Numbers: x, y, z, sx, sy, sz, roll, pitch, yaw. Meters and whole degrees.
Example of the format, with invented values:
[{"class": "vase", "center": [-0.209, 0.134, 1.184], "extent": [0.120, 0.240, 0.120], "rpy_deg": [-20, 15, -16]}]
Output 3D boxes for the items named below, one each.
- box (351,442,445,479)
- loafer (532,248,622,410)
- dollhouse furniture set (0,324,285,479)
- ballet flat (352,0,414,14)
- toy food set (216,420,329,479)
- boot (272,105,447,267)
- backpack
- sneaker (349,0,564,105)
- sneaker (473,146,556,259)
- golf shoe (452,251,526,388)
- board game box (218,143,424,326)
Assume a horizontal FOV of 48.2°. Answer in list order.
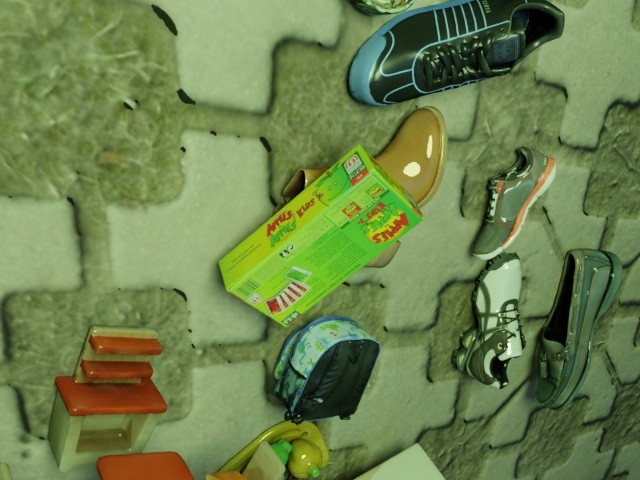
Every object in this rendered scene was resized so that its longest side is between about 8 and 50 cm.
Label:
[{"class": "box", "center": [0.030, 0.406, 0.938], "extent": [0.311, 0.121, 0.148], "rpy_deg": [-16, 147, -37]}, {"class": "loafer", "center": [0.378, 0.136, 1.119], "extent": [0.084, 0.096, 0.268], "rpy_deg": [13, 102, -20]}, {"class": "dollhouse furniture set", "center": [-0.153, 0.203, 0.623], "extent": [0.261, 0.259, 0.135], "rpy_deg": [9, 113, -41]}, {"class": "ballet flat", "center": [0.021, -0.255, 0.610], "extent": [0.188, 0.070, 0.070], "rpy_deg": [22, 102, -43]}, {"class": "toy food set", "center": [-0.071, 0.323, 0.890], "extent": [0.217, 0.071, 0.128], "rpy_deg": [-39, 133, -11]}, {"class": "boot", "center": [0.040, -0.061, 0.742], "extent": [0.152, 0.073, 0.197], "rpy_deg": [12, 106, -37]}, {"class": "backpack", "center": [0.005, 0.141, 0.827], "extent": [0.105, 0.084, 0.114], "rpy_deg": [7, 117, -40]}, {"class": "sneaker", "center": [0.141, -0.194, 0.720], "extent": [0.232, 0.090, 0.081], "rpy_deg": [-32, 131, -18]}, {"class": "sneaker", "center": [0.231, -0.051, 0.915], "extent": [0.064, 0.061, 0.158], "rpy_deg": [30, 96, -17]}, {"class": "golf shoe", "center": [0.256, 0.114, 0.997], "extent": [0.077, 0.094, 0.198], "rpy_deg": [-6, 118, -33]}, {"class": "board game box", "center": [0.000, 0.000, 0.694], "extent": [0.181, 0.043, 0.092], "rpy_deg": [-39, 133, 15]}]
